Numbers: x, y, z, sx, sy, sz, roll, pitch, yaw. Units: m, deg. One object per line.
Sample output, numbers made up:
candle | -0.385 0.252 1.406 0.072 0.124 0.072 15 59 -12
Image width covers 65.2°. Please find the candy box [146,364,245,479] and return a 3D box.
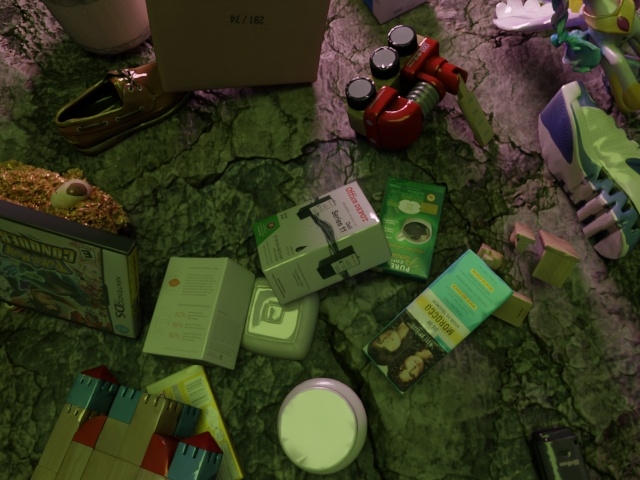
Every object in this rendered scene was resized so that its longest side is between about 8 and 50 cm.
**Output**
candy box | -0.213 0.322 0.848 0.105 0.027 0.206 -25 72 -2

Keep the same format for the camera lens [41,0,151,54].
camera lens | -0.468 -0.538 1.015 0.219 0.274 0.220 -1 72 4

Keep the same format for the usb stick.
usb stick | 0.393 0.434 0.761 0.077 0.045 0.278 -10 71 1

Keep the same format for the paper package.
paper package | -0.153 -0.441 0.921 0.324 0.310 0.168 -8 65 -13

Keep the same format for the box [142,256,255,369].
box | -0.203 0.122 0.853 0.129 0.091 0.171 0 66 28

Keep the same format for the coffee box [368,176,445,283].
coffee box | 0.160 -0.021 0.927 0.113 0.040 0.184 11 73 8

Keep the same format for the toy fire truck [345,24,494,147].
toy fire truck | 0.202 -0.255 0.961 0.246 0.158 0.217 32 76 23

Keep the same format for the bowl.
bowl | -0.078 0.134 0.888 0.141 0.053 0.142 9 72 8

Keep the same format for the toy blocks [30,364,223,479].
toy blocks | -0.284 0.348 0.759 0.380 0.191 0.261 6 66 26

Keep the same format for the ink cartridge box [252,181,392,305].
ink cartridge box | 0.000 0.000 0.867 0.208 0.087 0.153 -23 36 0

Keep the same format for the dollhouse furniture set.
dollhouse furniture set | 0.349 0.052 0.898 0.144 0.123 0.151 26 110 12

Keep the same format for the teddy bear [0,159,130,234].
teddy bear | -0.515 -0.087 0.906 0.337 0.245 0.113 27 106 36

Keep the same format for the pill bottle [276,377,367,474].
pill bottle | 0.004 0.272 0.743 0.131 0.229 0.131 -1 72 4

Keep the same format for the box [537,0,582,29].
box | 0.517 -0.518 1.065 0.179 0.043 0.105 25 76 9

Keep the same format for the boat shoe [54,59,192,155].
boat shoe | -0.387 -0.291 1.018 0.307 0.104 0.111 -41 72 -10

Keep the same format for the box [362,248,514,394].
box | 0.193 0.134 0.832 0.244 0.060 0.100 -45 74 6

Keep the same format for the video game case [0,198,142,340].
video game case | -0.433 0.052 0.820 0.274 0.248 0.035 17 46 -2

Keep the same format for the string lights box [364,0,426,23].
string lights box | 0.125 -0.620 1.105 0.133 0.077 0.260 -29 72 -4

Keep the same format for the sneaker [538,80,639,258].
sneaker | 0.540 -0.138 0.907 0.182 0.127 0.316 -18 79 -6

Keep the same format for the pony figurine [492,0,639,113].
pony figurine | 0.504 -0.407 0.893 0.302 0.351 0.363 -36 108 30

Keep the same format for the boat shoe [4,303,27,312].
boat shoe | -0.582 0.071 0.946 0.049 0.043 0.137 -21 71 -1
